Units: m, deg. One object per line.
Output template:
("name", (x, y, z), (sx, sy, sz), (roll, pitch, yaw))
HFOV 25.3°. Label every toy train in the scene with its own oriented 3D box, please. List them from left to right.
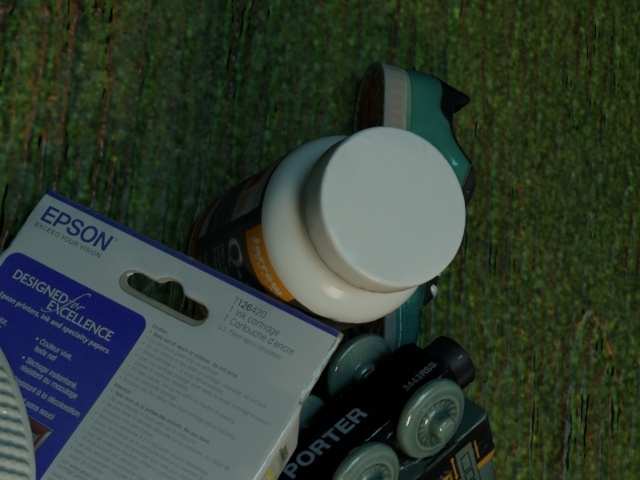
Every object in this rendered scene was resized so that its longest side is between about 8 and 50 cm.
("toy train", (0.020, 0.229, 1.266), (0.334, 0.142, 0.190), (-38, 132, -24))

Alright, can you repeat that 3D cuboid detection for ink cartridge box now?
("ink cartridge box", (-0.183, 0.148, 1.165), (0.303, 0.072, 0.307), (26, 64, 17))

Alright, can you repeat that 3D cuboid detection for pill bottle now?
("pill bottle", (0.000, 0.000, 1.242), (0.162, 0.278, 0.162), (6, 76, -24))

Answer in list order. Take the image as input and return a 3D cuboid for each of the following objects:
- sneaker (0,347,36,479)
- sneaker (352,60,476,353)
("sneaker", (-0.361, 0.093, 1.118), (0.135, 0.150, 0.366), (-20, 72, -53))
("sneaker", (0.098, -0.026, 1.390), (0.121, 0.108, 0.302), (9, 74, -19))
